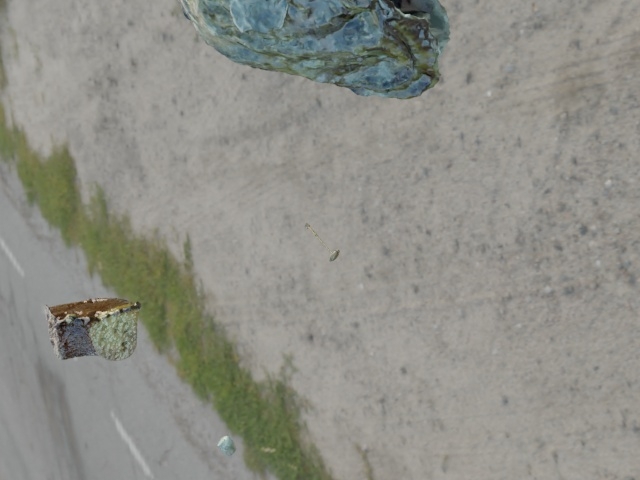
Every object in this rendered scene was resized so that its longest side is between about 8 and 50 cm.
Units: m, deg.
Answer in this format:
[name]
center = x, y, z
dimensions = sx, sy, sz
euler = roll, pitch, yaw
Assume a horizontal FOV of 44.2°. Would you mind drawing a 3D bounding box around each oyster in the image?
[oyster]
center = -0.020, -0.263, 0.898
dimensions = 0.158, 0.350, 0.162
euler = -72, 3, -54

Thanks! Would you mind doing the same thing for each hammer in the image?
[hammer]
center = 0.000, 0.000, 1.571
dimensions = 0.029, 0.014, 0.123
euler = -46, 47, 4

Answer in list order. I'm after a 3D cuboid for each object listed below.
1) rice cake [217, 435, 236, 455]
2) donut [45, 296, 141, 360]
[rice cake]
center = -0.150, 0.331, 1.268
dimensions = 0.021, 0.022, 0.121
euler = 37, 162, 10
[donut]
center = -0.473, 0.183, 1.653
dimensions = 0.144, 0.186, 0.126
euler = -150, 56, -66
